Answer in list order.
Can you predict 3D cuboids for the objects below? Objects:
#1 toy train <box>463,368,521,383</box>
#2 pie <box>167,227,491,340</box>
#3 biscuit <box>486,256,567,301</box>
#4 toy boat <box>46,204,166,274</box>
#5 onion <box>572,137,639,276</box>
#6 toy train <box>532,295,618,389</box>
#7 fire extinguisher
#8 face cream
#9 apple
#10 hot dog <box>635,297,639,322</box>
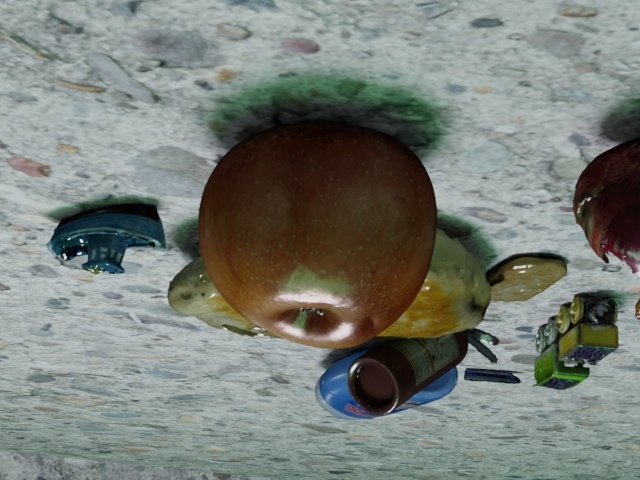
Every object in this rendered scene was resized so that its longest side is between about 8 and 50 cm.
[{"bbox_3d":[0.252,0.199,1.753,0.083,0.017,0.017,5,163,-5],"label":"toy train"},{"bbox_3d":[0.011,0.049,1.254,0.339,0.077,0.339,3,163,1],"label":"pie"},{"bbox_3d":[0.215,0.044,1.299,0.071,0.018,0.147,4,160,-13],"label":"biscuit"},{"bbox_3d":[-0.205,0.003,1.164,0.137,0.061,0.060,-8,159,27],"label":"toy boat"},{"bbox_3d":[0.265,-0.049,0.894,0.150,0.150,0.140,1,125,4],"label":"onion"},{"bbox_3d":[0.302,0.126,1.431,0.060,0.081,0.202,5,161,-5],"label":"toy train"},{"bbox_3d":[0.131,0.140,1.404,0.099,0.071,0.231,35,-149,24],"label":"fire extinguisher"},{"bbox_3d":[0.077,0.200,1.676,0.149,0.083,0.264,14,159,-21],"label":"face cream"},{"bbox_3d":[0.000,0.000,0.972,0.201,0.162,0.201,3,163,1],"label":"apple"},{"bbox_3d":[0.387,0.071,1.330,0.058,0.035,0.083,16,157,-34],"label":"hot dog"}]
